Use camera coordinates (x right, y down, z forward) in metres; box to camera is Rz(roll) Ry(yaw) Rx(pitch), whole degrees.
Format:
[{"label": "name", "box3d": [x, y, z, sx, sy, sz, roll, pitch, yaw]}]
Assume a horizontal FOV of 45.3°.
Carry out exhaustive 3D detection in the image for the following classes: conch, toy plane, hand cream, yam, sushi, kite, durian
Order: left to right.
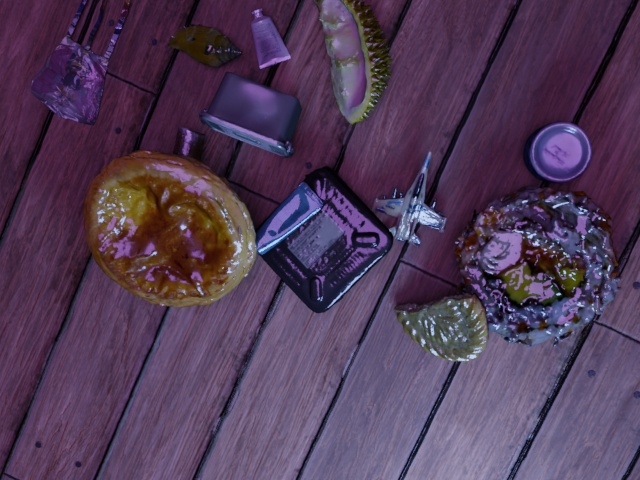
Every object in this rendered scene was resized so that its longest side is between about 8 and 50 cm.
[{"label": "kite", "box3d": [-0.615, -0.486, 2.006, 0.204, 0.022, 0.360, 30, 102, 3]}, {"label": "yam", "box3d": [-0.343, -0.215, 1.972, 0.079, 0.079, 0.141, 13, 95, 5]}, {"label": "conch", "box3d": [-0.285, -0.494, 1.946, 0.201, 0.079, 0.095, 29, 79, 12]}, {"label": "hand cream", "box3d": [-0.138, -0.516, 1.942, 0.084, 0.053, 0.142, -18, 108, 8]}, {"label": "hand cream", "box3d": [-0.096, -0.045, 1.904, 0.224, 0.048, 0.083, -42, 83, 9]}, {"label": "durian", "box3d": [0.078, -0.465, 1.868, 0.169, 0.158, 0.351, -12, 98, 19]}, {"label": "toy plane", "box3d": [0.235, -0.108, 1.904, 0.192, 0.088, 0.262, 17, 111, 2]}, {"label": "sushi", "box3d": [0.516, 0.068, 1.850, 0.418, 0.176, 0.417, 1, 96, 7]}]

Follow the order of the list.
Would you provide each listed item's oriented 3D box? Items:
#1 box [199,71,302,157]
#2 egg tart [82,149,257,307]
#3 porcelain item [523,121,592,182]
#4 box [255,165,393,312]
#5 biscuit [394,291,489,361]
[{"label": "box", "box3d": [-0.163, -0.313, 1.908, 0.243, 0.163, 0.135, 21, 88, 5]}, {"label": "egg tart", "box3d": [-0.364, -0.035, 1.907, 0.443, 0.178, 0.443, 3, 120, 6]}, {"label": "porcelain item", "box3d": [0.571, -0.211, 1.850, 0.147, 0.114, 0.147, 0, 94, 5]}, {"label": "box", "box3d": [0.000, 0.000, 1.935, 0.290, 0.073, 0.289, -44, 82, 14]}, {"label": "biscuit", "box3d": [0.310, 0.222, 1.878, 0.273, 0.036, 0.187, -21, 103, 50]}]
